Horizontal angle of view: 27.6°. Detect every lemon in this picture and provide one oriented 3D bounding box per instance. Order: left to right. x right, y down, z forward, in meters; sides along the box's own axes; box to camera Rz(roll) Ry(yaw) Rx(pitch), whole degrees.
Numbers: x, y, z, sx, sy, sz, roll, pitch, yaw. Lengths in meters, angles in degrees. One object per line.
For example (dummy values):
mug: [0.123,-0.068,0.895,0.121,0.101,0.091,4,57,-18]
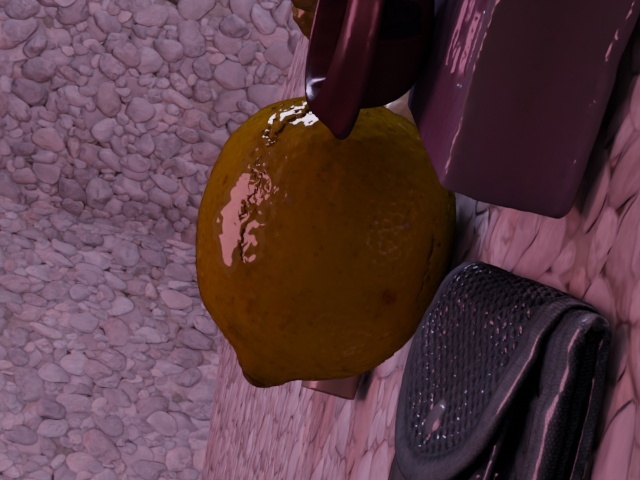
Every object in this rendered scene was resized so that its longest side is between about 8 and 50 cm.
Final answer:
lemon: [0.000,0.000,1.275,0.258,0.258,0.310,154,135,-80]

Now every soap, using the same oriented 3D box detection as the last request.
soap: [0.163,-0.192,0.993,0.296,0.107,0.285,-99,25,-73]

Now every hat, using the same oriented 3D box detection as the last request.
hat: [0.048,-0.179,1.098,0.205,0.089,0.205,-169,90,-80]

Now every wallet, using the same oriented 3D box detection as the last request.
wallet: [0.108,0.138,0.949,0.342,0.075,0.237,-143,70,-82]

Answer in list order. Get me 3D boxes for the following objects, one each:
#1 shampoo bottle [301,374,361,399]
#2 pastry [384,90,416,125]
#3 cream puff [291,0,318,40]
shampoo bottle: [0.038,0.059,1.566,0.127,0.078,0.256,128,157,-81]
pastry: [0.086,-0.110,1.468,0.156,0.092,0.156,-159,90,-80]
cream puff: [0.052,-0.346,1.703,0.196,0.244,0.244,-27,39,33]
